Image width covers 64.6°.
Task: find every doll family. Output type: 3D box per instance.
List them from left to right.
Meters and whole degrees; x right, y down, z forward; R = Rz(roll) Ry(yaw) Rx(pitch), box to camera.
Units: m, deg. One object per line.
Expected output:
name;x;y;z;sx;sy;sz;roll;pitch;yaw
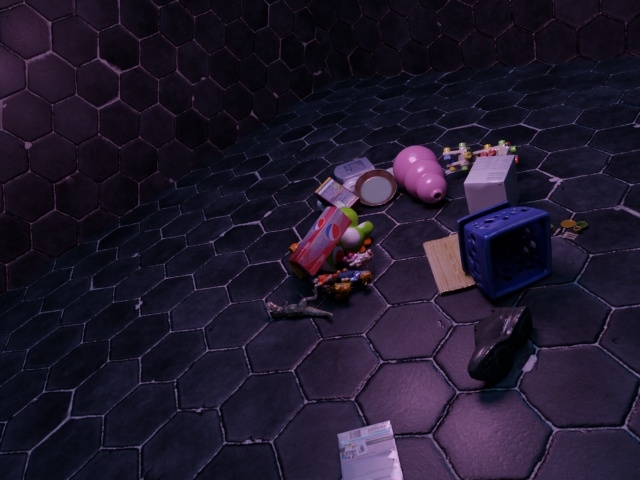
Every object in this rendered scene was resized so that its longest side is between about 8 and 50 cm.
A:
doll family;0.101;0.138;1.841;0.263;0.118;0.163;-31;14;-25

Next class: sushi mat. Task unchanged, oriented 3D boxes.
sushi mat;0.465;0.077;1.798;0.151;0.019;0.316;-14;31;8

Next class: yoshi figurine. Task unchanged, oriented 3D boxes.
yoshi figurine;0.033;-0.012;2.034;0.362;0.203;0.203;-28;24;-18

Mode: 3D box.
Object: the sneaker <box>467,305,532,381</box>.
sneaker;0.475;0.283;1.403;0.286;0.109;0.130;-35;23;-36

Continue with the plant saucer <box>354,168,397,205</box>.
plant saucer;0.257;-0.240;2.350;0.199;0.036;0.198;-7;62;13

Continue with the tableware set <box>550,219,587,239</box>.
tableware set;0.844;-0.053;1.780;0.104;0.024;0.154;-36;33;-26

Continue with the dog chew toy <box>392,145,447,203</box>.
dog chew toy;0.447;-0.277;2.218;0.207;0.206;0.332;-20;39;0

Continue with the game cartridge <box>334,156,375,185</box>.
game cartridge;0.169;-0.351;2.589;0.196;0.060;0.294;-15;20;1

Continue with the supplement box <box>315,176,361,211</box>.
supplement box;0.081;-0.189;2.300;0.188;0.081;0.104;38;77;26

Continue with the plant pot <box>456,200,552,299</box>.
plant pot;0.571;0.014;1.619;0.236;0.236;0.212;-21;27;-11

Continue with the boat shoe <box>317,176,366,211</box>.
boat shoe;0.112;-0.211;2.399;0.268;0.096;0.088;-26;35;-7

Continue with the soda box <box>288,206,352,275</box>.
soda box;0.000;0.000;1.878;0.263;0.092;0.083;-55;27;-15

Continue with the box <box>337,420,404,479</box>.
box;0.122;0.542;1.236;0.145;0.038;0.186;-18;29;5

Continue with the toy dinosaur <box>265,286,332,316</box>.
toy dinosaur;-0.062;0.231;1.828;0.268;0.064;0.118;-2;42;25

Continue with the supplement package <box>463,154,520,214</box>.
supplement package;0.661;-0.192;1.942;0.149;0.194;0.203;1;36;33

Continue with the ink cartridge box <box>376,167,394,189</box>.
ink cartridge box;0.316;-0.291;2.466;0.179;0.045;0.145;-24;29;-18

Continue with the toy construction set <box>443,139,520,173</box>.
toy construction set;0.718;-0.363;2.194;0.328;0.151;0.215;12;8;44
